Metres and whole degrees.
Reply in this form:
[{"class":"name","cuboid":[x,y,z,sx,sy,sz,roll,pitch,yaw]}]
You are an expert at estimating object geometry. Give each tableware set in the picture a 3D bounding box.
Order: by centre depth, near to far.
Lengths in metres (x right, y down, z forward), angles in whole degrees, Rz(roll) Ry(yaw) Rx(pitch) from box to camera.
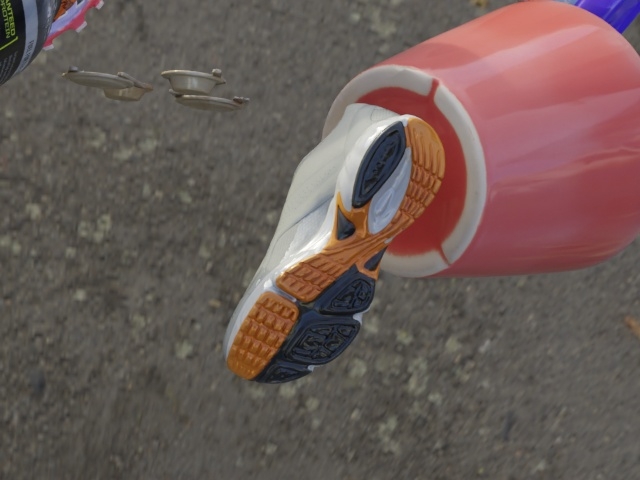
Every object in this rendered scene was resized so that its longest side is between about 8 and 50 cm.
[{"class":"tableware set","cuboid":[-0.149,-0.141,1.331,0.168,0.141,0.020,6,87,2]}]

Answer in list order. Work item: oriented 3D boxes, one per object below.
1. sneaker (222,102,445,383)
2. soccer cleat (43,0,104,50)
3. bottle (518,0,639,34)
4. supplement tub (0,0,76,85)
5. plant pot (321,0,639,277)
[{"class":"sneaker","cuboid":[0.000,0.000,1.235,0.099,0.121,0.262,34,95,-30]},{"class":"soccer cleat","cuboid":[-0.252,-0.302,1.562,0.248,0.083,0.095,-41,117,-1]},{"class":"bottle","cuboid":[0.212,-0.319,1.494,0.283,0.118,0.092,48,27,18]},{"class":"supplement tub","cuboid":[-0.352,-0.176,1.133,0.207,0.207,0.338,38,48,11]},{"class":"plant pot","cuboid":[0.148,-0.082,1.378,0.243,0.275,0.275,-15,62,-45]}]
